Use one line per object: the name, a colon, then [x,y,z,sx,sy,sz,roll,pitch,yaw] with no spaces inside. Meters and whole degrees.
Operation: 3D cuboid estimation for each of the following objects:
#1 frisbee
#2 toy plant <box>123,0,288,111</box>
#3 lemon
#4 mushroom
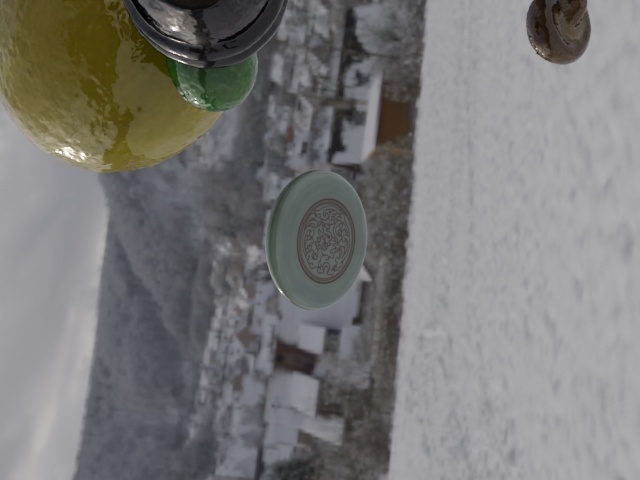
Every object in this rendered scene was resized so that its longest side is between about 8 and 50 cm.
frisbee: [0.000,0.000,0.733,0.014,0.110,0.110,4,86,43]
toy plant: [-0.118,-0.257,0.993,0.235,0.175,0.218,57,-145,-86]
lemon: [-0.263,-0.254,1.227,0.348,0.348,0.348,-173,90,-86]
mushroom: [0.352,-0.320,1.392,0.126,0.085,0.109,-39,-48,-36]
